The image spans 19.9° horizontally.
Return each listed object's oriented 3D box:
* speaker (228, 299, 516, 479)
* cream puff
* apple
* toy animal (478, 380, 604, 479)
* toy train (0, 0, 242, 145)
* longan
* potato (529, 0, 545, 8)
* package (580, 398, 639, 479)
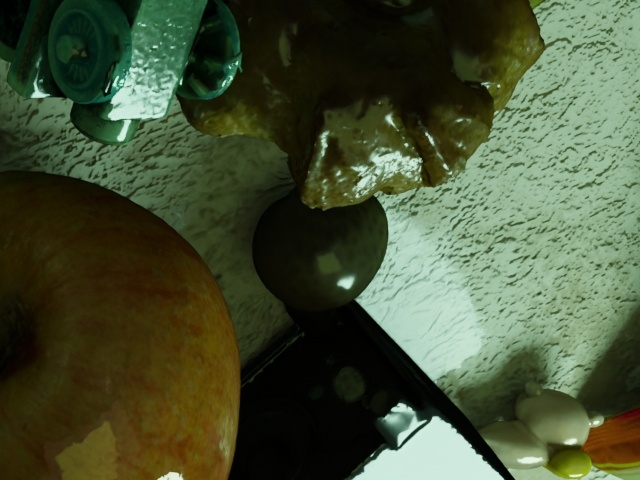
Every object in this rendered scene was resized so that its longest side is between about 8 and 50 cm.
[{"bbox_3d":[0.014,0.205,1.490,0.232,0.184,0.254,-42,130,2],"label":"speaker"},{"bbox_3d":[0.031,-0.140,1.249,0.269,0.241,0.155,-38,166,-22],"label":"cream puff"},{"bbox_3d":[-0.188,0.112,1.243,0.299,0.299,0.275,-46,147,3],"label":"apple"},{"bbox_3d":[0.194,0.165,1.650,0.114,0.091,0.082,10,99,-3],"label":"toy animal"},{"bbox_3d":[-0.120,-0.216,1.129,0.120,0.194,0.298,-6,127,-46],"label":"toy train"},{"bbox_3d":[0.000,0.000,1.403,0.113,0.092,0.113,-7,114,-17],"label":"longan"},{"bbox_3d":[0.142,-0.247,1.332,0.105,0.085,0.188,-25,135,-9],"label":"potato"},{"bbox_3d":[0.393,0.179,1.714,0.288,0.108,0.223,7,155,-33],"label":"package"}]
